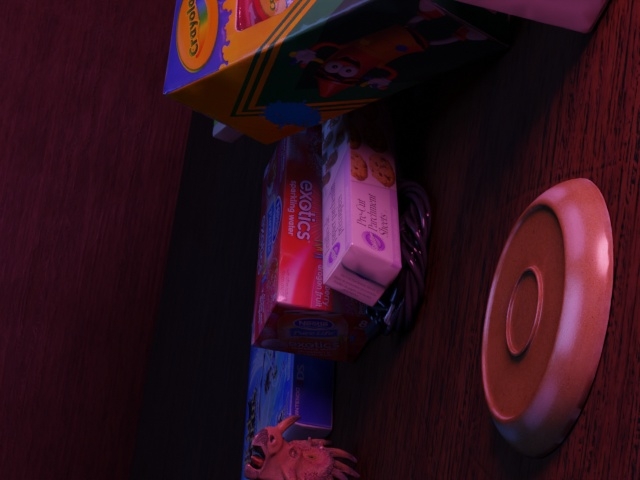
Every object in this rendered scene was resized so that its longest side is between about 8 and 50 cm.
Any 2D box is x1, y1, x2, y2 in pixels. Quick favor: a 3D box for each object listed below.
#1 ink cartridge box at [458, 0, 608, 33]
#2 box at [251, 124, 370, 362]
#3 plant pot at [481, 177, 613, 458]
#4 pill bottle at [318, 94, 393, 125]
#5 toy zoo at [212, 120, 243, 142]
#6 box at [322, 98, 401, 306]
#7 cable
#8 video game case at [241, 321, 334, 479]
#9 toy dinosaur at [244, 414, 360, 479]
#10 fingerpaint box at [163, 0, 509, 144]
[{"bbox_3d":[0.172,-0.288,1.535,0.086,0.148,0.203,115,161,-45],"label":"ink cartridge box"},{"bbox_3d":[0.000,0.000,2.095,0.122,0.128,0.257,120,157,-56],"label":"box"},{"bbox_3d":[0.180,0.061,1.470,0.236,0.032,0.236,-169,90,-78],"label":"plant pot"},{"bbox_3d":[0.031,-0.205,2.131,0.229,0.131,0.131,122,156,-55],"label":"pill bottle"},{"bbox_3d":[-0.063,-0.285,2.141,0.192,0.030,0.293,-34,47,47],"label":"toy zoo"},{"bbox_3d":[0.043,-0.058,1.946,0.063,0.067,0.324,-55,19,31],"label":"box"},{"bbox_3d":[0.080,0.011,1.921,0.150,0.047,0.184,127,152,-63],"label":"cable"},{"bbox_3d":[-0.041,0.171,2.291,0.244,0.061,0.269,117,159,-55],"label":"video game case"},{"bbox_3d":[-0.034,0.300,2.033,0.296,0.127,0.200,105,-177,-86],"label":"toy dinosaur"},{"bbox_3d":[0.025,-0.372,1.900,0.371,0.163,0.445,-18,58,45],"label":"fingerpaint box"}]
